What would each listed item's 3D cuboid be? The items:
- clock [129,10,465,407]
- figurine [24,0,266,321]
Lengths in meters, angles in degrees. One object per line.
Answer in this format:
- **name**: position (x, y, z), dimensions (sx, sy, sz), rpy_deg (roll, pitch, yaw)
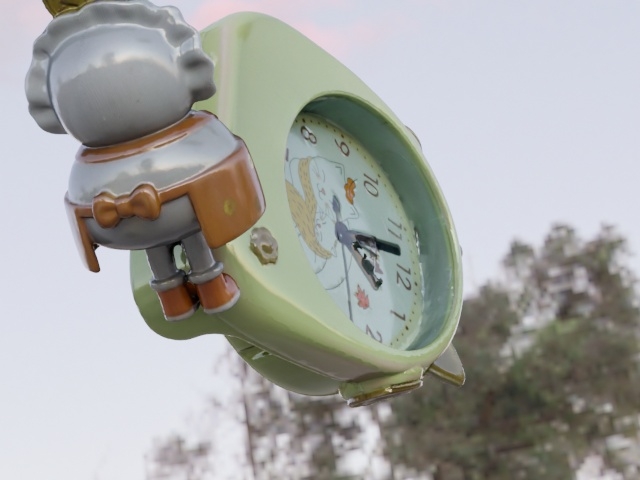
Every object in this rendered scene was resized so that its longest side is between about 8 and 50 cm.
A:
- **clock**: position (0.000, 0.000, 1.420), dimensions (0.117, 0.286, 0.348), rpy_deg (-23, -41, 34)
- **figurine**: position (-0.126, -0.068, 1.170), dimensions (0.143, 0.143, 0.271), rpy_deg (-15, -54, 12)
